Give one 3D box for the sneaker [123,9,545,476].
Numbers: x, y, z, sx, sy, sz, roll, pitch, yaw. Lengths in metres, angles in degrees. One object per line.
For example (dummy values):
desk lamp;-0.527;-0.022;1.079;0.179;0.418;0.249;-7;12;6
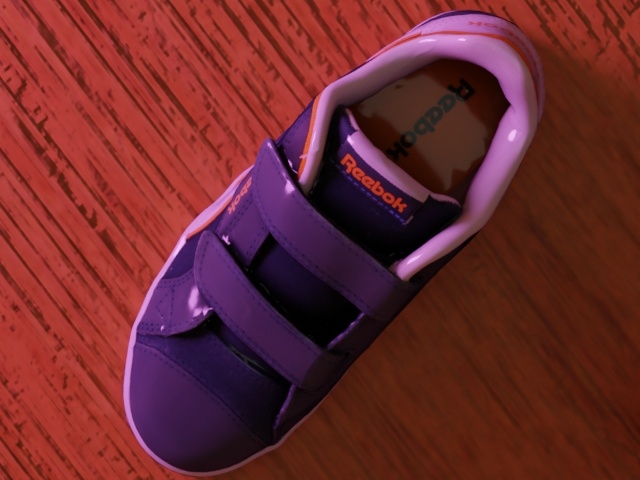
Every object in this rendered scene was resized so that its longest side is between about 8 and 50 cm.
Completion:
sneaker;0.000;0.000;1.002;0.126;0.127;0.321;38;93;-2
